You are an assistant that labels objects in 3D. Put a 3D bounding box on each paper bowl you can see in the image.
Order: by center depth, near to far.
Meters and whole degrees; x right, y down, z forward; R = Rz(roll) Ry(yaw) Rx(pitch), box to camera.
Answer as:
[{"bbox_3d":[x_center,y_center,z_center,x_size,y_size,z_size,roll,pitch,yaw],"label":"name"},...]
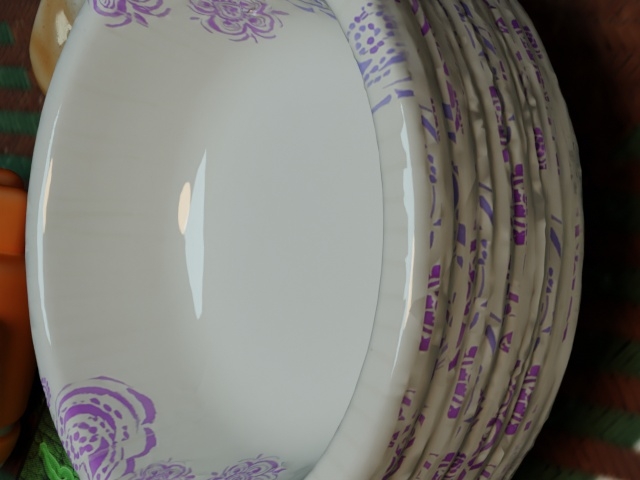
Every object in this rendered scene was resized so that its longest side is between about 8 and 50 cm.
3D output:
[{"bbox_3d":[0.000,0.000,0.725,0.284,0.148,0.284,-5,83,50],"label":"paper bowl"}]

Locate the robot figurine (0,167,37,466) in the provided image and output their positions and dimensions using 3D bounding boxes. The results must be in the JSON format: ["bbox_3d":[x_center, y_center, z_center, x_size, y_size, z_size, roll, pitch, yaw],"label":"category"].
[{"bbox_3d":[-0.237,0.061,1.034,0.158,0.128,0.219,21,104,28],"label":"robot figurine"}]

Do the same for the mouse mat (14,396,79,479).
[{"bbox_3d":[-0.134,0.170,0.993,0.190,0.007,0.152,44,121,42],"label":"mouse mat"}]

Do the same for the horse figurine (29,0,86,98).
[{"bbox_3d":[-0.095,-0.122,0.905,0.174,0.066,0.263,54,125,31],"label":"horse figurine"}]
